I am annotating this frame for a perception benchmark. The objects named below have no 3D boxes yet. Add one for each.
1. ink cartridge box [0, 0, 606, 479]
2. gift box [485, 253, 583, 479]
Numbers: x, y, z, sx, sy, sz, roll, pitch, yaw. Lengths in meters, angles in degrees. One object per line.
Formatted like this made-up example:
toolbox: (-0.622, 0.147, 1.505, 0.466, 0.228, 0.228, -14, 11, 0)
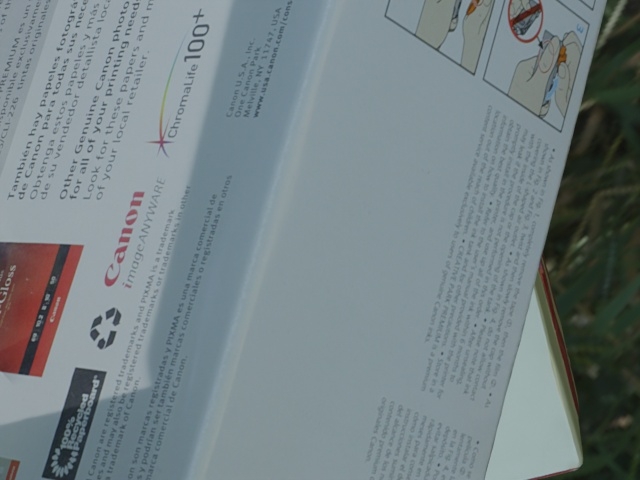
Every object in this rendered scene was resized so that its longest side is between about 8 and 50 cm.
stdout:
ink cartridge box: (-0.064, -0.003, 0.644, 0.272, 0.130, 0.309, 3, 72, 46)
gift box: (0.000, 0.000, 1.037, 0.255, 0.276, 0.258, -15, 101, 4)
